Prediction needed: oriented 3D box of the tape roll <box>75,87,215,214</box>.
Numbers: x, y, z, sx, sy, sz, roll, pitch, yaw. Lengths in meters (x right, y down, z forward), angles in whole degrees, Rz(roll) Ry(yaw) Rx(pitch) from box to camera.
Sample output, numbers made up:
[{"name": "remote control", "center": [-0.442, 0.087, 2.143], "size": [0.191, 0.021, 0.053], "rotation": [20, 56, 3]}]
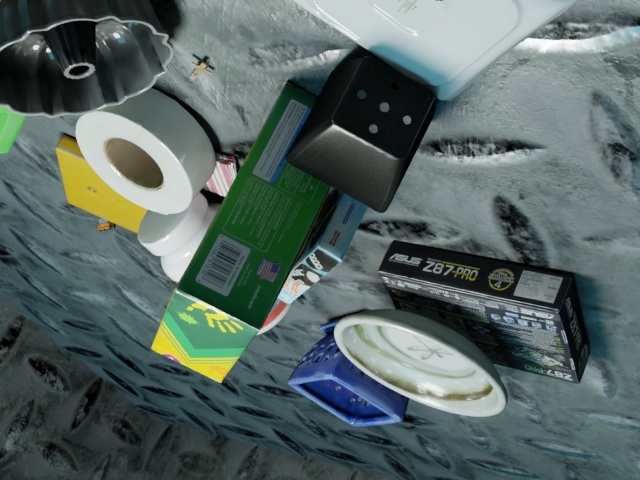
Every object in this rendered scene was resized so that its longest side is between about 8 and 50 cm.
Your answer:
[{"name": "tape roll", "center": [-0.360, -0.187, 1.990], "size": [0.286, 0.100, 0.286], "rotation": [22, 146, 16]}]

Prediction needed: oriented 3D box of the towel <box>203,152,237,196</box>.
[{"name": "towel", "center": [-0.258, -0.158, 2.082], "size": [0.197, 0.029, 0.144], "rotation": [20, 153, 19]}]

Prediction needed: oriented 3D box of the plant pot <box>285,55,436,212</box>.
[{"name": "plant pot", "center": [0.078, -0.181, 1.515], "size": [0.187, 0.188, 0.167], "rotation": [28, 164, -4]}]

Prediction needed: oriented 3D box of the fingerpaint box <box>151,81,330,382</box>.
[{"name": "fingerpaint box", "center": [-0.122, -0.001, 1.767], "size": [0.163, 0.444, 0.371], "rotation": [27, 153, -5]}]

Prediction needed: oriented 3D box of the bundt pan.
[{"name": "bundt pan", "center": [-0.425, -0.341, 1.646], "size": [0.331, 0.124, 0.331], "rotation": [-17, 164, -5]}]

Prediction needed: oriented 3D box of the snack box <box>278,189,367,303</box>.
[{"name": "snack box", "center": [0.000, 0.000, 1.953], "size": [0.060, 0.187, 0.322], "rotation": [31, 153, -8]}]

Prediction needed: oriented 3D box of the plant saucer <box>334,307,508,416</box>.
[{"name": "plant saucer", "center": [0.227, 0.243, 2.089], "size": [0.401, 0.100, 0.400], "rotation": [22, 155, 11]}]

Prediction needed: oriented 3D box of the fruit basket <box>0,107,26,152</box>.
[{"name": "fruit basket", "center": [-0.725, -0.347, 1.879], "size": [0.283, 0.392, 0.392], "rotation": [26, 156, 22]}]

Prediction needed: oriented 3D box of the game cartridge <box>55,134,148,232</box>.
[{"name": "game cartridge", "center": [-0.476, -0.111, 2.345], "size": [0.324, 0.052, 0.285], "rotation": [22, 154, 2]}]

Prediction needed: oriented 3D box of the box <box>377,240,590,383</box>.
[{"name": "box", "center": [0.347, 0.155, 2.028], "size": [0.395, 0.097, 0.318], "rotation": [11, 149, 30]}]

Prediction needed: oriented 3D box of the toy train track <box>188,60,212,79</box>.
[{"name": "toy train track", "center": [-0.223, -0.315, 1.772], "size": [0.048, 0.014, 0.083], "rotation": [26, 161, -17]}]

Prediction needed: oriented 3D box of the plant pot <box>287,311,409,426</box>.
[{"name": "plant pot", "center": [0.095, 0.319, 2.426], "size": [0.236, 0.212, 0.236], "rotation": [35, 152, -18]}]

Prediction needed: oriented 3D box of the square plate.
[{"name": "square plate", "center": [0.126, -0.346, 1.357], "size": [0.344, 0.049, 0.347], "rotation": [32, 153, -13]}]

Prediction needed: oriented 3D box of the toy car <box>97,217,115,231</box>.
[{"name": "toy car", "center": [-0.535, -0.053, 2.533], "size": [0.122, 0.060, 0.040], "rotation": [-10, 95, 27]}]

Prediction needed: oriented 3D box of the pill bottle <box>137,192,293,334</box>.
[{"name": "pill bottle", "center": [-0.234, 0.045, 2.218], "size": [0.210, 0.210, 0.363], "rotation": [-3, 142, 45]}]
